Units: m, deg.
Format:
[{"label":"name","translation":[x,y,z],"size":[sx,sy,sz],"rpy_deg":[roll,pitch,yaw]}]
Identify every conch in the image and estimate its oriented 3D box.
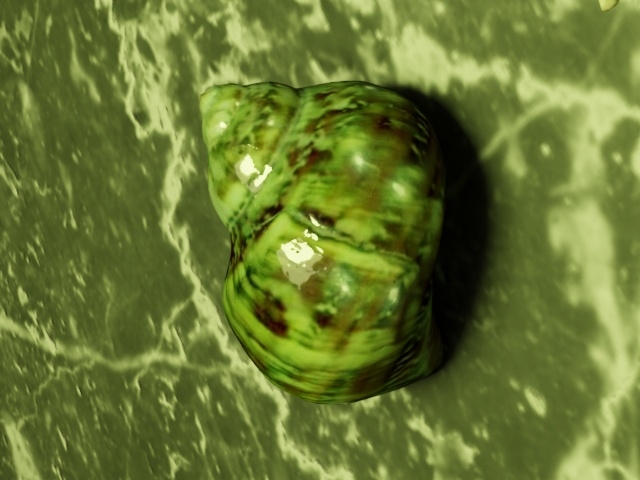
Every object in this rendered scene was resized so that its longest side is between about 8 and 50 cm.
[{"label":"conch","translation":[-0.003,0.000,0.832],"size":[0.187,0.124,0.181],"rpy_deg":[-31,74,59]}]

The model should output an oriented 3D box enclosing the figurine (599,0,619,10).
[{"label":"figurine","translation":[0.131,-0.158,0.670],"size":[0.146,0.081,0.098],"rpy_deg":[33,170,35]}]
